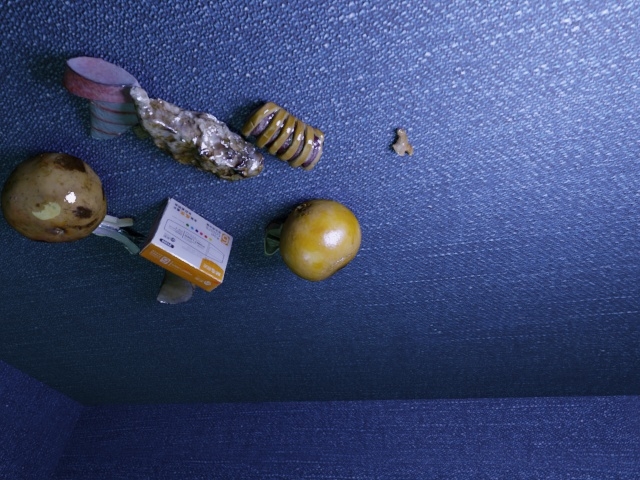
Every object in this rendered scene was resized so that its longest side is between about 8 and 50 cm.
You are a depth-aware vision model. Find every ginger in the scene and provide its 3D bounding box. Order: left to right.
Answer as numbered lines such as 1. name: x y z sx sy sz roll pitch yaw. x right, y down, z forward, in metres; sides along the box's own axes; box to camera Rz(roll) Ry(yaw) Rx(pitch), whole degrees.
1. ginger: 0.220 -0.263 1.142 0.048 0.030 0.097 -36 131 4

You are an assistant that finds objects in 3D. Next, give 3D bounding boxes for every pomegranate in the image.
1. pomegranate: -0.799 -0.127 1.267 0.281 0.281 0.281 4 139 3

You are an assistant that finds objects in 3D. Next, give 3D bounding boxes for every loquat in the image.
1. loquat: 0.000 0.000 1.301 0.262 0.263 0.263 4 139 3

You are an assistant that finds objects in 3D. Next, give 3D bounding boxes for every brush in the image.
1. brush: -0.452 -0.323 1.178 0.169 0.014 0.043 -11 137 17

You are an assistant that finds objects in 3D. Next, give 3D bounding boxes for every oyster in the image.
1. oyster: -0.361 -0.259 1.166 0.396 0.111 0.204 27 140 -31

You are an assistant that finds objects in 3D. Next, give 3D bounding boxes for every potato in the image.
1. potato: -0.565 0.157 1.679 0.138 0.098 0.243 18 132 -18

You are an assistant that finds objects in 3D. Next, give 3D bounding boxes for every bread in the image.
1. bread: -0.095 -0.275 1.131 0.225 0.081 0.134 28 134 -21

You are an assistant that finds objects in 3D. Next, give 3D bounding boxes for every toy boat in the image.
1. toy boat: -0.570 -0.349 1.123 0.206 0.096 0.282 10 150 -21
2. toy boat: -0.152 -0.017 1.441 0.089 0.071 0.185 20 138 -13

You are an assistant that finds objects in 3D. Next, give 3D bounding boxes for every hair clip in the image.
1. hair clip: -0.736 -0.036 1.501 0.159 0.071 0.218 -30 133 31

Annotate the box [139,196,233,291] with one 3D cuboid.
1. box: -0.438 0.016 1.409 0.091 0.221 0.273 -33 128 32
